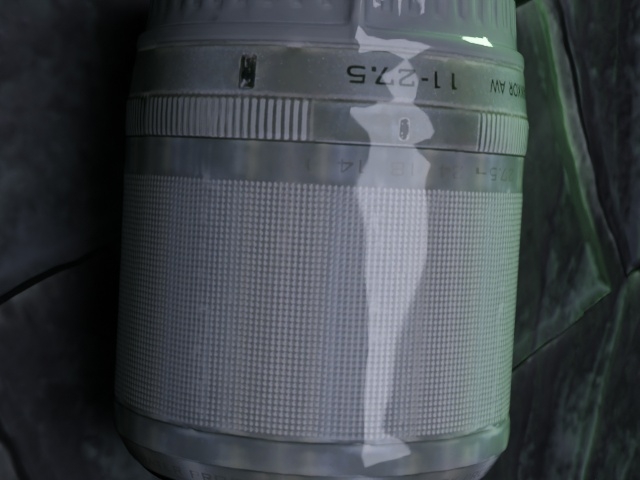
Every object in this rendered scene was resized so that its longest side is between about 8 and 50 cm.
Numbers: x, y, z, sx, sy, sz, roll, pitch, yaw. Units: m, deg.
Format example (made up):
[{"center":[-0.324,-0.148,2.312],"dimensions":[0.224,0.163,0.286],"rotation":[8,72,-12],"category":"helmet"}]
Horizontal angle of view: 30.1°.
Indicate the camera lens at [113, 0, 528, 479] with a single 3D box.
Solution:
[{"center":[0.000,0.000,0.657],"dimensions":[0.219,0.219,0.274],"rotation":[0,94,-36],"category":"camera lens"}]
